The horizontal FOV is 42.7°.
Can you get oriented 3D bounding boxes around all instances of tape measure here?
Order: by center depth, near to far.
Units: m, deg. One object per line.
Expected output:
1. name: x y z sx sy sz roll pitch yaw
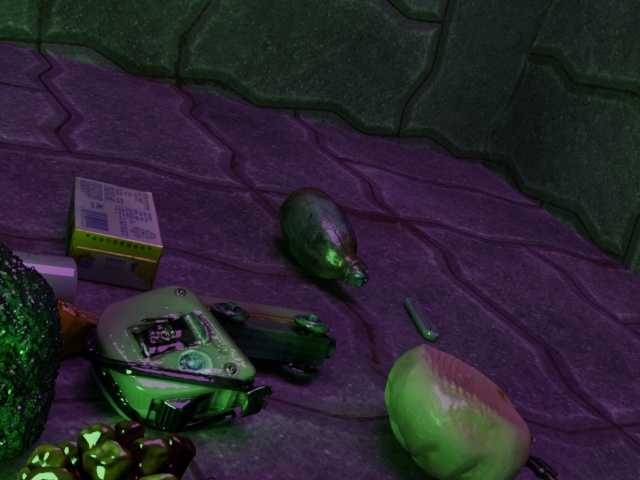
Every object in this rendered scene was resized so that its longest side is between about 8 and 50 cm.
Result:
1. tape measure: -0.216 0.178 1.174 0.207 0.115 0.235 -16 52 -42

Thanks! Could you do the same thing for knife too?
1. knife: 0.372 0.384 1.416 0.045 0.021 0.222 12 21 -32
2. knife: 0.226 0.174 1.817 0.044 0.023 0.162 12 21 -17

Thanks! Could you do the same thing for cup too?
1. cup: -0.468 0.058 1.303 0.133 0.099 0.136 8 24 -31

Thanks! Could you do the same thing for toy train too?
1. toy train: -0.116 0.154 1.413 0.285 0.116 0.177 10 10 -27

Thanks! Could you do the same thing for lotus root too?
1. lotus root: 0.000 0.000 1.857 0.140 0.158 0.322 6 31 -30

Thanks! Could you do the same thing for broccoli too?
1. broccoli: -0.431 0.137 0.945 0.275 0.308 0.308 -18 27 -4

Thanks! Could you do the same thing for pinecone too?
1. pinecone: -0.190 0.283 0.751 0.264 0.264 0.264 19 20 -7

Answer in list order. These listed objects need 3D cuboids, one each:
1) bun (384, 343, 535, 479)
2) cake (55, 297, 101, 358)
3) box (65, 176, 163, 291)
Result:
1. bun: 0.203 0.290 1.297 0.259 0.160 0.259 34 10 -7
2. cake: -0.376 0.155 1.238 0.079 0.116 0.185 31 -10 15
3. box: -0.400 -0.016 1.572 0.168 0.097 0.265 12 22 -23
